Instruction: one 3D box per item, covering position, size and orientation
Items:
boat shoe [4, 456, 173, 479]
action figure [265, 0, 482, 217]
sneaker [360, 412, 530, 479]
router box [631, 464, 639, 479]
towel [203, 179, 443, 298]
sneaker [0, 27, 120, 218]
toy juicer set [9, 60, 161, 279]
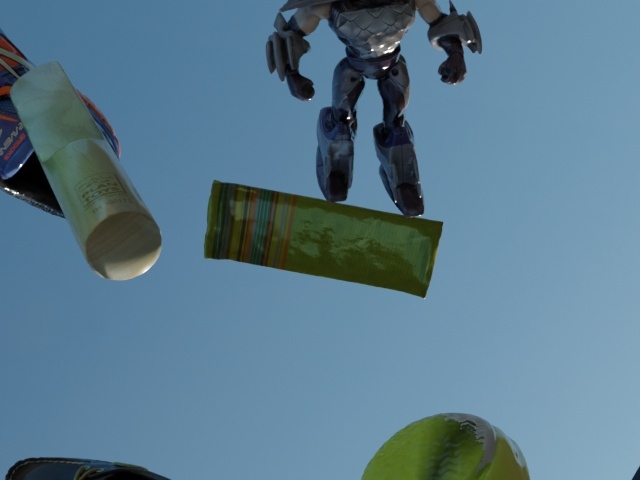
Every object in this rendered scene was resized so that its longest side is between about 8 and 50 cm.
[{"bbox_3d":[-0.185,0.233,1.093,0.068,0.228,0.081,83,-155,-50],"label":"boat shoe"},{"bbox_3d":[0.048,-0.149,1.083,0.285,0.185,0.099,87,-178,-50],"label":"action figure"},{"bbox_3d":[0.064,0.181,0.422,0.126,0.091,0.240,47,-142,-33],"label":"sneaker"},{"bbox_3d":[0.397,0.174,1.059,0.243,0.081,0.309,2,-59,-38],"label":"router box"},{"bbox_3d":[0.000,0.000,1.241,0.021,0.237,0.102,-77,-3,-47],"label":"towel"},{"bbox_3d":[-0.184,-0.077,0.671,0.221,0.087,0.083,32,-80,-42],"label":"sneaker"},{"bbox_3d":[-0.168,-0.049,0.409,0.329,0.209,0.089,-5,-59,-46],"label":"toy juicer set"}]
